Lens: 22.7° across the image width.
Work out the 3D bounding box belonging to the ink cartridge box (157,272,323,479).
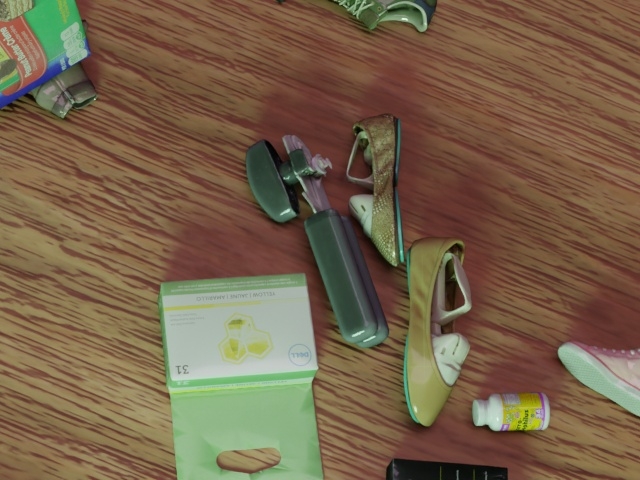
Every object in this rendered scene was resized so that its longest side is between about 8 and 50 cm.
[{"bbox_3d":[-0.087,0.158,1.792,0.171,0.056,0.235,-3,65,-11],"label":"ink cartridge box"}]

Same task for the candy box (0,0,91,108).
[{"bbox_3d":[-0.433,-0.228,1.765,0.317,0.268,0.122,-32,71,-11],"label":"candy box"}]

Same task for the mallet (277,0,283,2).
[{"bbox_3d":[0.016,-0.364,2.050,0.062,0.039,0.189,37,71,5],"label":"mallet"}]

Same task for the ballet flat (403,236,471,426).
[{"bbox_3d":[0.137,0.097,1.832,0.073,0.080,0.232,-13,62,27],"label":"ballet flat"}]

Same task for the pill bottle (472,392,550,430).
[{"bbox_3d":[0.218,0.197,1.828,0.083,0.043,0.043,-1,67,-9],"label":"pill bottle"}]

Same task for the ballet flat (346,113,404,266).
[{"bbox_3d":[0.065,-0.060,1.907,0.067,0.073,0.206,0,58,0],"label":"ballet flat"}]

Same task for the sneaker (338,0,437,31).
[{"bbox_3d":[0.059,-0.310,2.004,0.192,0.064,0.086,6,76,-17],"label":"sneaker"}]

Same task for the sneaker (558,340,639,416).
[{"bbox_3d":[0.347,0.144,1.869,0.134,0.051,0.070,34,64,3],"label":"sneaker"}]

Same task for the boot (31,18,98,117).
[{"bbox_3d":[-0.301,-0.204,1.926,0.087,0.042,0.118,46,69,5],"label":"boot"}]

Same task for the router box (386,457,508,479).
[{"bbox_3d":[0.138,0.334,1.753,0.133,0.046,0.178,6,65,-6],"label":"router box"}]

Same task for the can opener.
[{"bbox_3d":[0.000,0.000,1.875,0.093,0.074,0.280,-30,69,16],"label":"can opener"}]
